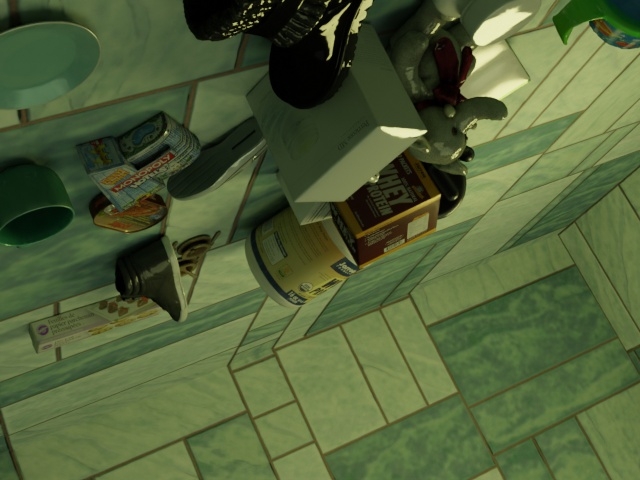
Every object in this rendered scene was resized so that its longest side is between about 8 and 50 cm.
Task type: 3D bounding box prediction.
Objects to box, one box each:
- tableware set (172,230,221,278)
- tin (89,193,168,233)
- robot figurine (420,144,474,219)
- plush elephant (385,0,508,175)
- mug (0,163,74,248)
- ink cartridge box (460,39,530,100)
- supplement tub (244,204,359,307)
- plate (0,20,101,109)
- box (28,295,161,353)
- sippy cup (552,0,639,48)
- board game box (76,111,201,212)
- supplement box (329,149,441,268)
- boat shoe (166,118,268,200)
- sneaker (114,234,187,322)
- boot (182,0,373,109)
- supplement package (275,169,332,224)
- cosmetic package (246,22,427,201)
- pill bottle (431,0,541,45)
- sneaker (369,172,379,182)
[{"bbox_3d":[-0.317,0.049,2.111,0.128,0.039,0.194,-15,160,-34],"label":"tableware set"},{"bbox_3d":[-0.373,-0.059,1.696,0.106,0.040,0.189,-34,163,12],"label":"tin"},{"bbox_3d":[0.246,-0.144,2.049,0.209,0.174,0.278,3,-167,-1],"label":"robot figurine"},{"bbox_3d":[0.217,-0.258,1.582,0.330,0.255,0.272,-33,164,24],"label":"plush elephant"},{"bbox_3d":[-0.487,-0.057,1.415,0.157,0.097,0.129,-32,164,21],"label":"mug"},{"bbox_3d":[0.312,-0.360,1.792,0.171,0.056,0.235,-32,139,17],"label":"ink cartridge box"},{"bbox_3d":[0.000,0.000,2.112,0.316,0.228,0.228,-32,163,20],"label":"supplement tub"},{"bbox_3d":[-0.383,-0.236,1.152,0.188,0.024,0.188,-24,163,-8],"label":"plate"},{"bbox_3d":[-0.551,0.193,2.155,0.324,0.063,0.067,-17,160,-29],"label":"box"},{"bbox_3d":[0.604,-0.468,1.639,0.305,0.240,0.224,11,179,7],"label":"sippy cup"},{"bbox_3d":[-0.319,-0.136,1.496,0.194,0.060,0.194,-29,165,9],"label":"board game box"},{"bbox_3d":[0.130,-0.067,1.794,0.191,0.129,0.194,-26,159,-6],"label":"supplement box"},{"bbox_3d":[-0.182,-0.141,1.648,0.226,0.083,0.076,-30,162,10],"label":"boat shoe"},{"bbox_3d":[-0.395,0.109,2.019,0.146,0.105,0.296,-19,145,-13],"label":"sneaker"},{"bbox_3d":[-0.073,-0.300,1.228,0.260,0.131,0.348,-24,155,-33],"label":"boot"},{"bbox_3d":[0.051,-0.143,1.902,0.244,0.139,0.134,-14,158,-32],"label":"supplement package"},{"bbox_3d":[0.021,-0.215,1.474,0.138,0.225,0.224,-6,154,-47],"label":"cosmetic package"},{"bbox_3d":[0.189,-0.388,1.161,0.136,0.246,0.136,-24,164,-8],"label":"pill bottle"},{"bbox_3d":[0.042,-0.173,1.674,0.118,0.110,0.292,-12,-160,-3],"label":"sneaker"}]
